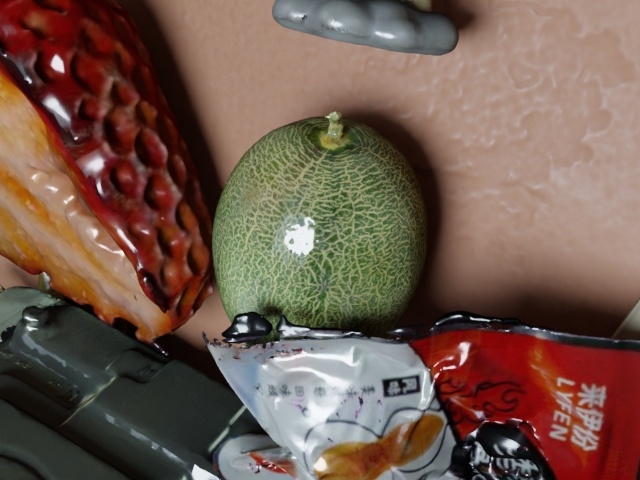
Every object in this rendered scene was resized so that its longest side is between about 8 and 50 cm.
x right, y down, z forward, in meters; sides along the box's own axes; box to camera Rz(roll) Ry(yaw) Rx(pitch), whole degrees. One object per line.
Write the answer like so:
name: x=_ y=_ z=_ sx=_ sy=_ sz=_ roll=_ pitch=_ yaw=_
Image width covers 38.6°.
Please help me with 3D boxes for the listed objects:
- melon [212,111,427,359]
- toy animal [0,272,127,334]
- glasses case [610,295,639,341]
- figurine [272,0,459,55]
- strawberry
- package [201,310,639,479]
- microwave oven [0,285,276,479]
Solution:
melon: x=0.000 y=0.000 z=0.588 sx=0.139 sy=0.139 sz=0.192 roll=25 pitch=129 yaw=24
toy animal: x=-0.229 y=0.060 z=0.813 sx=0.241 sy=0.057 sz=0.099 roll=-11 pitch=106 yaw=33
glasses case: x=0.213 y=0.064 z=0.528 sx=0.083 sy=0.050 sz=0.196 roll=35 pitch=122 yaw=15
figurine: x=0.055 y=-0.291 z=0.459 sx=0.207 sy=0.166 sz=0.386 roll=7 pitch=111 yaw=-5
strawberry: x=-0.178 y=-0.086 z=0.677 sx=0.280 sy=0.150 sz=0.253 roll=28 pitch=139 yaw=20
package: x=0.060 y=0.117 z=0.557 sx=0.270 sy=0.071 sz=0.194 roll=3 pitch=132 yaw=6
microwave oven: x=-0.232 y=0.247 z=0.629 sx=0.333 sy=0.394 sz=0.247 roll=26 pitch=125 yaw=15
